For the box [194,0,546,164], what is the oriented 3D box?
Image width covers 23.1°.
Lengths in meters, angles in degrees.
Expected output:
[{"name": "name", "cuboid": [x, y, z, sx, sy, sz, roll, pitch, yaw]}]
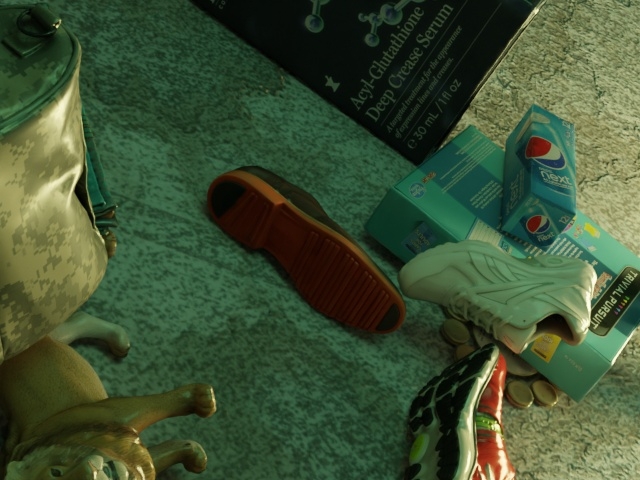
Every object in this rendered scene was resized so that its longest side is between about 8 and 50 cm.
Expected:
[{"name": "box", "cuboid": [0.083, -0.351, 2.079, 0.395, 0.293, 0.212, 36, 38, 2]}]

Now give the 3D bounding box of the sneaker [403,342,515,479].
[{"name": "sneaker", "cuboid": [0.163, 0.229, 1.713, 0.118, 0.107, 0.279, 45, 36, -19]}]

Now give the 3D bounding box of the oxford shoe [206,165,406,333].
[{"name": "oxford shoe", "cuboid": [0.000, 0.000, 1.816, 0.271, 0.097, 0.098, 41, 33, 8]}]

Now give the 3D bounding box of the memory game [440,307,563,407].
[{"name": "memory game", "cuboid": [0.227, 0.129, 1.908, 0.186, 0.012, 0.186, 20, 41, -18]}]

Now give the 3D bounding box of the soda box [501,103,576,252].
[{"name": "soda box", "cuboid": [0.276, -0.082, 1.979, 0.067, 0.071, 0.210, 26, 35, -11]}]

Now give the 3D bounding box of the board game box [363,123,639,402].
[{"name": "board game box", "cuboid": [0.252, 0.021, 1.968, 0.336, 0.079, 0.254, 40, 35, 9]}]

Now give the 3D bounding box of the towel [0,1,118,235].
[{"name": "towel", "cuboid": [-0.381, -0.133, 1.641, 0.272, 0.040, 0.370, -5, 45, -19]}]

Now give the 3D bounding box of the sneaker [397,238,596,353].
[{"name": "sneaker", "cuboid": [0.202, 0.070, 1.776, 0.232, 0.090, 0.115, 5, 59, -3]}]

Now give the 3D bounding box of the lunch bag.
[{"name": "lunch bag", "cuboid": [-0.313, -0.038, 1.360, 0.256, 0.305, 0.212, -27, 52, -25]}]

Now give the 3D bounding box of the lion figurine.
[{"name": "lion figurine", "cuboid": [-0.252, 0.139, 1.480, 0.240, 0.142, 0.392, -12, 43, -34]}]
